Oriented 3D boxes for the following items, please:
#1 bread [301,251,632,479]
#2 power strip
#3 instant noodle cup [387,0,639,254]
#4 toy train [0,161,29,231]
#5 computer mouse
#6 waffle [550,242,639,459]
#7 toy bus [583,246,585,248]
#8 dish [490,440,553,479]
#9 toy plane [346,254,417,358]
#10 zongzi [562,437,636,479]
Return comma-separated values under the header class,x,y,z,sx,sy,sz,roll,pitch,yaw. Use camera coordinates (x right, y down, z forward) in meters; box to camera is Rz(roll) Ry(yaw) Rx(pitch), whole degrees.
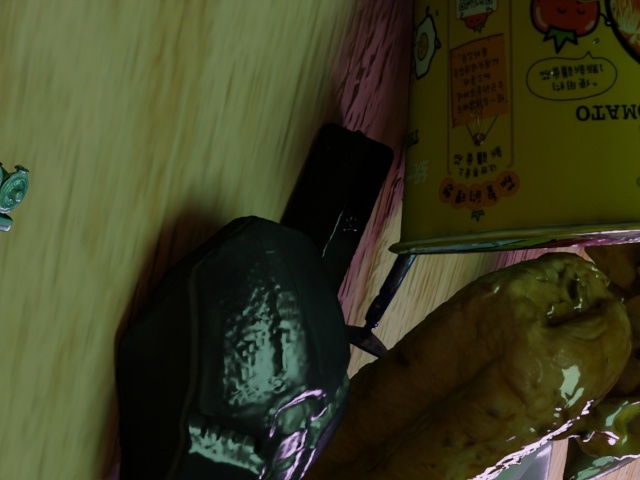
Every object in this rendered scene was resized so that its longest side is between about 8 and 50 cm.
class,x,y,z,sx,sy,sz,roll,pitch,yaw
bread,0.059,0.090,0.750,0.211,0.083,0.114,-40,168,32
power strip,0.000,0.000,0.702,0.038,0.029,0.111,10,103,-66
instant noodle cup,0.117,-0.070,0.695,0.182,0.182,0.144,1,84,-65
toy train,-0.121,-0.013,0.437,0.045,0.029,0.092,-60,158,5
computer mouse,-0.033,0.076,0.641,0.106,0.062,0.192,-20,131,-40
waffle,0.241,-0.012,0.970,0.261,0.151,0.324,1,120,-26
toy bus,0.239,-0.049,1.124,0.090,0.063,0.203,-57,156,-18
dish,0.107,0.228,1.103,0.154,0.064,0.234,-43,149,-42
toy plane,0.061,-0.016,0.802,0.167,0.054,0.062,-61,-178,-13
zongzi,0.314,0.079,1.337,0.274,0.125,0.251,-21,132,-51
